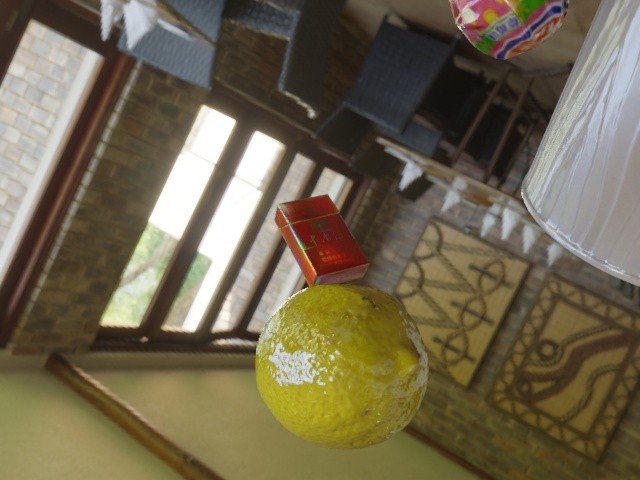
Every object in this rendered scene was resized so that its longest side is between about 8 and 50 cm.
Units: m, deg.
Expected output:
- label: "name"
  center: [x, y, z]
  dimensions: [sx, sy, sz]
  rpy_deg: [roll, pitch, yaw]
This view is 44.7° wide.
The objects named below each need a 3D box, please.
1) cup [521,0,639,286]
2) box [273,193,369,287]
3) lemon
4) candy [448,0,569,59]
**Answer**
- label: "cup"
  center: [0.314, -0.096, 0.630]
  dimensions: [0.209, 0.273, 0.288]
  rpy_deg: [11, -148, -5]
- label: "box"
  center: [0.000, -0.001, 1.421]
  dimensions: [0.112, 0.048, 0.175]
  rpy_deg: [-14, -123, -27]
- label: "lemon"
  center: [0.031, 0.184, 1.156]
  dimensions: [0.267, 0.267, 0.267]
  rpy_deg: [26, -176, -2]
- label: "candy"
  center: [0.128, -0.355, 0.804]
  dimensions: [0.365, 0.124, 0.124]
  rpy_deg: [59, -173, 2]
